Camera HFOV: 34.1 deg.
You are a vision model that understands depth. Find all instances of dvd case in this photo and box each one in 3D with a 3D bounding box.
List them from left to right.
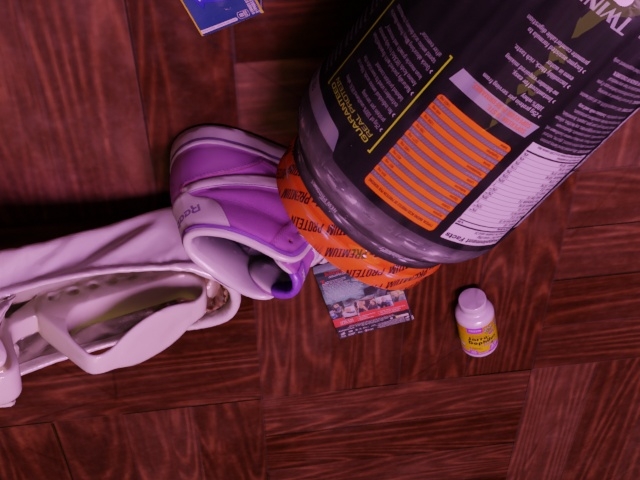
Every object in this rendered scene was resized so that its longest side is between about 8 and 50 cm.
[{"bbox_3d":[0.048,0.058,1.127,0.087,0.013,0.119,-15,138,6],"label":"dvd case"}]

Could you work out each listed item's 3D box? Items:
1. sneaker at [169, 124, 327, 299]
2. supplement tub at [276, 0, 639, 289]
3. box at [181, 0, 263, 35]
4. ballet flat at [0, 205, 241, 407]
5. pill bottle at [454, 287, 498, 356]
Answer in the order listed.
[{"bbox_3d":[-0.001,0.001,0.950,0.282,0.161,0.102,9,133,-21],"label":"sneaker"},{"bbox_3d":[0.122,-0.125,0.802,0.207,0.207,0.338,21,130,-29],"label":"supplement tub"},{"bbox_3d":[-0.099,-0.233,0.753,0.054,0.059,0.169,-19,136,13],"label":"box"},{"bbox_3d":[-0.248,0.073,0.906,0.400,0.139,0.139,-18,142,-25],"label":"ballet flat"},{"bbox_3d":[0.173,0.090,1.161,0.043,0.043,0.083,-14,137,4],"label":"pill bottle"}]
